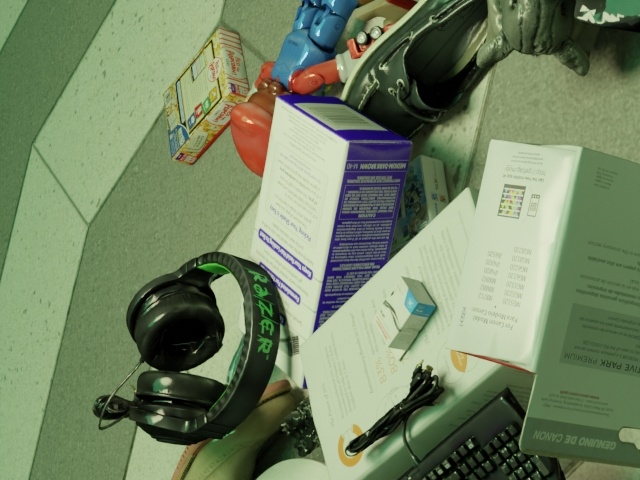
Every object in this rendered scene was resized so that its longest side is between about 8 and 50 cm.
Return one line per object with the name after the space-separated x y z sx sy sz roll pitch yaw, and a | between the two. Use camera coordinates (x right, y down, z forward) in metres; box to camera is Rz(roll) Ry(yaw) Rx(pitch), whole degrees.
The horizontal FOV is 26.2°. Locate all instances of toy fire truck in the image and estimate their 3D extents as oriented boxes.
0.098 -0.228 1.883 0.192 0.047 0.135 -15 94 36 | toy fire truck

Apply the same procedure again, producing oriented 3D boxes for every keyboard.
0.111 0.259 1.483 0.317 0.033 0.201 -48 68 36 | keyboard

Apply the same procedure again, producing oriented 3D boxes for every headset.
-0.176 0.175 1.889 0.394 0.185 0.243 -31 53 39 | headset

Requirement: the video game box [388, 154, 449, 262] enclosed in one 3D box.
0.096 0.014 1.826 0.205 0.048 0.187 -34 56 46 | video game box

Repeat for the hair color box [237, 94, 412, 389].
0.000 0.000 1.789 0.185 0.110 0.339 38 122 51 | hair color box

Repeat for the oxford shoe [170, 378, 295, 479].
-0.138 0.363 2.011 0.146 0.140 0.397 48 120 19 | oxford shoe

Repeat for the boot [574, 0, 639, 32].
0.454 -0.412 1.360 0.367 0.146 0.445 16 96 45 | boot

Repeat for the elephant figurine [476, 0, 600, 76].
0.242 -0.256 1.544 0.169 0.186 0.239 -26 27 33 | elephant figurine

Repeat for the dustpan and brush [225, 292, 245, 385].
-0.090 0.121 2.046 0.147 0.060 0.211 18 94 56 | dustpan and brush

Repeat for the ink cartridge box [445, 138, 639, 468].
0.283 0.070 1.304 0.130 0.309 0.272 12 89 56 | ink cartridge box

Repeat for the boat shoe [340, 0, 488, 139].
0.140 -0.215 1.771 0.340 0.127 0.113 -47 32 23 | boat shoe

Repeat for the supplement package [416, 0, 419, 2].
0.118 -0.389 1.809 0.105 0.179 0.105 -5 75 55 | supplement package

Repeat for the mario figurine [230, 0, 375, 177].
-0.013 -0.236 2.039 0.321 0.170 0.198 -63 1 3 | mario figurine

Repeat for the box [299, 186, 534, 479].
0.153 0.136 1.597 0.345 0.168 0.215 -45 46 37 | box

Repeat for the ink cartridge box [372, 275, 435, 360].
0.088 0.088 1.530 0.083 0.028 0.048 -59 38 25 | ink cartridge box

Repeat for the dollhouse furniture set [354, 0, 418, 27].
0.065 -0.506 1.907 0.152 0.201 0.374 -29 56 48 | dollhouse furniture set

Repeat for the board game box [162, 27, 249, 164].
-0.196 -0.243 2.334 0.193 0.045 0.147 -42 47 40 | board game box

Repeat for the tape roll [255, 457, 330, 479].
-0.017 0.483 1.814 0.392 0.072 0.392 -23 61 51 | tape roll

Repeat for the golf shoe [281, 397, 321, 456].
0.017 0.228 1.798 0.077 0.094 0.198 64 158 1 | golf shoe
